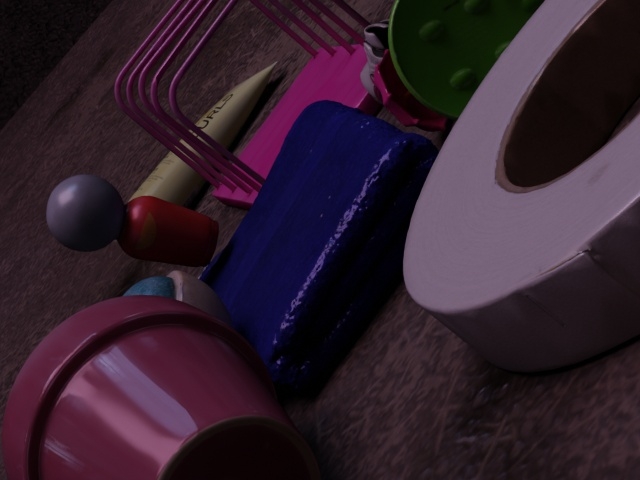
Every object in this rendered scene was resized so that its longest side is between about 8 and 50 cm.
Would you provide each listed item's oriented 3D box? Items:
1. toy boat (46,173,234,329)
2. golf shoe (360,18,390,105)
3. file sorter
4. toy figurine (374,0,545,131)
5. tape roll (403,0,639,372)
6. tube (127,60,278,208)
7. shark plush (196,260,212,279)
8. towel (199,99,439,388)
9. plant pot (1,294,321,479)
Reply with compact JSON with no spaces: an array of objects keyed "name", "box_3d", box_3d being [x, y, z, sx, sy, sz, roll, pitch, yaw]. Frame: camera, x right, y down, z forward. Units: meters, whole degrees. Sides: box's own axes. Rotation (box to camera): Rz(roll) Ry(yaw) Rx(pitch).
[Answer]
[{"name":"toy boat","box_3d":[-0.166,0.085,1.569,0.267,0.148,0.318,122,156,-46]},{"name":"golf shoe","box_3d":[0.073,-0.171,1.705,0.067,0.086,0.186,-58,15,-15]},{"name":"file sorter","box_3d":[-0.072,-0.162,1.912,0.202,0.182,0.290,-54,16,-7]},{"name":"toy figurine","box_3d":[0.111,-0.152,1.549,0.173,0.130,0.159,-34,0,-19]},{"name":"tape roll","box_3d":[0.203,-0.091,1.193,0.392,0.072,0.392,-46,18,19]},{"name":"tube","box_3d":[-0.135,-0.114,2.218,0.070,0.062,0.240,22,63,32]},{"name":"shark plush","box_3d":[-0.093,0.039,1.775,0.161,0.073,0.067,-56,-15,4]},{"name":"towel","box_3d":[0.000,0.000,1.579,0.228,0.076,0.308,-59,16,1]},{"name":"plant pot","box_3d":[-0.097,0.155,1.314,0.201,0.201,0.180,-54,32,-6]}]
